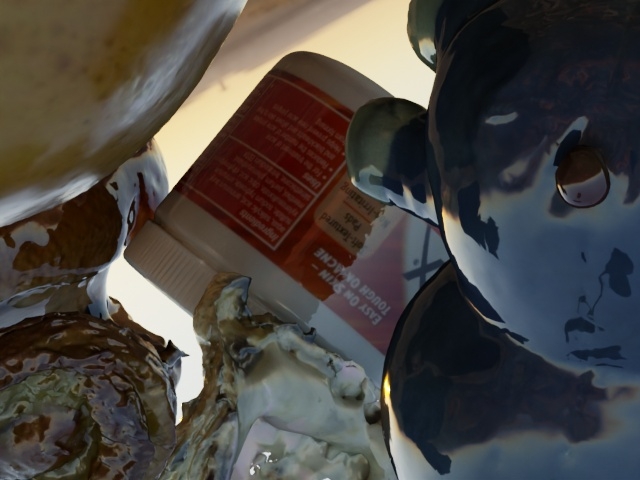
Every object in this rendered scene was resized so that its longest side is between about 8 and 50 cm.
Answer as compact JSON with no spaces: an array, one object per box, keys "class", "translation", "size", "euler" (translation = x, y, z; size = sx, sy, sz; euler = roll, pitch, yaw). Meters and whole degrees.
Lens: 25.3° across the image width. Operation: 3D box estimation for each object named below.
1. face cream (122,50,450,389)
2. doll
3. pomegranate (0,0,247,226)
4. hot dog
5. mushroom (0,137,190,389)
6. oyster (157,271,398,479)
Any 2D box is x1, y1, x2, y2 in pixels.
[{"class":"face cream","translation":[0.000,0.000,0.962],"size":[0.187,0.201,0.201],"euler":[-51,-170,-5]},{"class":"doll","translation":[0.114,0.025,0.522],"size":[0.228,0.258,0.154],"euler":[8,-145,19]},{"class":"pomegranate","translation":[-0.215,-0.176,0.556],"size":[0.417,0.416,0.416],"euler":[-28,-172,4]},{"class":"hot dog","translation":[-0.117,0.072,0.546],"size":[0.147,0.099,0.065],"euler":[-15,-136,44]},{"class":"mushroom","translation":[-0.237,0.010,1.049],"size":[0.267,0.254,0.267],"euler":[0,175,0]},{"class":"oyster","translation":[-0.030,0.110,0.853],"size":[0.163,0.191,0.081],"euler":[-9,-171,-31]}]
